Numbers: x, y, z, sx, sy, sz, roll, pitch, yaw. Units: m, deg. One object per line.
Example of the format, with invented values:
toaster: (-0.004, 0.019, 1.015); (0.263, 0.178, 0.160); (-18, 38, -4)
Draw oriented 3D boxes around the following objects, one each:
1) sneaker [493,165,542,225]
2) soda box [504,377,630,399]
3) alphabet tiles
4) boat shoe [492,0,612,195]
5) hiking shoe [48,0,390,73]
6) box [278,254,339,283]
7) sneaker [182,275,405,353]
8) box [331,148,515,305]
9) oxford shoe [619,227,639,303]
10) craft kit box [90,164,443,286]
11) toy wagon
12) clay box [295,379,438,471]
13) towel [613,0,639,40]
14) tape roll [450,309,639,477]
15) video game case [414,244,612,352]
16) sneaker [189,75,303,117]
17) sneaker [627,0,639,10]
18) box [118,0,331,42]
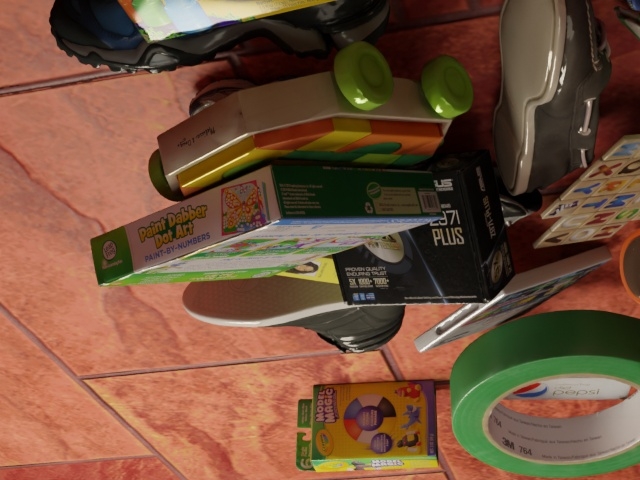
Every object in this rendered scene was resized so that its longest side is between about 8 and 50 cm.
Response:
sneaker: (0.203, -0.012, 1.366); (0.132, 0.086, 0.229); (-17, 144, 23)
soda box: (0.333, 0.183, 1.696); (0.216, 0.069, 0.074); (-1, 147, 3)
alphabet tiles: (0.338, -0.055, 1.290); (0.198, 0.009, 0.237); (-8, 155, -28)
boat shoe: (0.227, -0.155, 1.120); (0.095, 0.112, 0.335); (-16, 155, -6)
hiking shoe: (-0.094, -0.229, 1.023); (0.304, 0.113, 0.132); (-4, 127, 8)
box: (0.000, 0.000, 1.393); (0.232, 0.087, 0.058); (9, 146, -10)
sneaker: (-0.023, 0.093, 1.525); (0.296, 0.104, 0.147); (-6, 143, 5)
box: (0.101, -0.012, 1.265); (0.180, 0.077, 0.147); (-2, 110, 33)
oxford shoe: (0.500, 0.023, 1.303); (0.133, 0.130, 0.363); (-5, -173, -28)
craft kit box: (-0.050, -0.012, 1.155); (0.246, 0.061, 0.250); (-22, 167, 37)
toy wagon: (0.017, -0.097, 1.115); (0.267, 0.068, 0.344); (-22, 167, 41)
clay box: (0.068, 0.286, 1.821); (0.222, 0.127, 0.053); (-4, 148, 8)
towel: (0.423, -0.104, 1.024); (0.248, 0.325, 0.038); (33, 97, -37)
tape roll: (0.339, 0.216, 1.615); (0.321, 0.077, 0.321); (1, 140, 1)
video game case: (0.238, 0.072, 1.470); (0.201, 0.023, 0.183); (-14, 162, -38)
sneaker: (-0.071, -0.131, 1.203); (0.135, 0.058, 0.052); (-6, 148, 14)
sneaker: (0.285, -0.253, 0.919); (0.083, 0.087, 0.221); (-3, 163, -2)
box: (-0.041, -0.312, 0.791); (0.290, 0.177, 0.279); (-10, 146, 18)
